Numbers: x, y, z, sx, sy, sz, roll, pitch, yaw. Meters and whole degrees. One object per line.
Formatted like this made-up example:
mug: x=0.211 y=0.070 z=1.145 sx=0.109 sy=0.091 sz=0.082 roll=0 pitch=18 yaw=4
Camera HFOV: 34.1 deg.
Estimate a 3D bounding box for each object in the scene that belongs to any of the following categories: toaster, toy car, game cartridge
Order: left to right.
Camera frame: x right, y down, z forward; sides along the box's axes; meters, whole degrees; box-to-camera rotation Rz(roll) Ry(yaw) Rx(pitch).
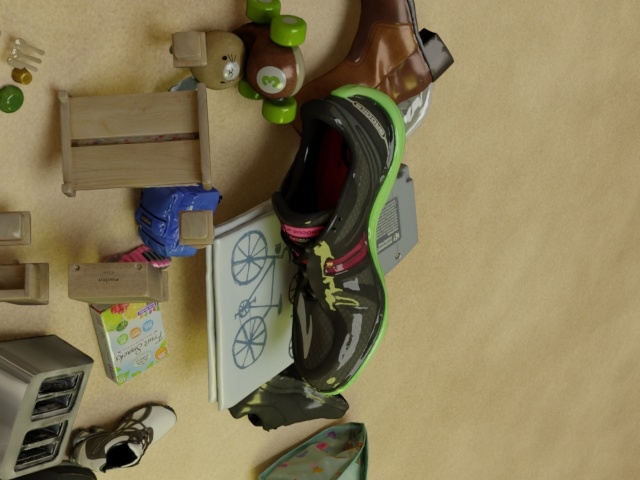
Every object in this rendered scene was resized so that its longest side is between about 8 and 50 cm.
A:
toaster: x=-0.415 y=0.224 z=1.439 sx=0.185 sy=0.110 sz=0.168 roll=1 pitch=109 yaw=-66
toy car: x=-0.131 y=-0.254 z=1.505 sx=0.188 sy=0.149 sz=0.155 roll=-14 pitch=131 yaw=-29
game cartridge: x=0.059 y=0.005 z=1.897 sx=0.297 sy=0.062 sz=0.198 roll=-32 pitch=135 yaw=-31

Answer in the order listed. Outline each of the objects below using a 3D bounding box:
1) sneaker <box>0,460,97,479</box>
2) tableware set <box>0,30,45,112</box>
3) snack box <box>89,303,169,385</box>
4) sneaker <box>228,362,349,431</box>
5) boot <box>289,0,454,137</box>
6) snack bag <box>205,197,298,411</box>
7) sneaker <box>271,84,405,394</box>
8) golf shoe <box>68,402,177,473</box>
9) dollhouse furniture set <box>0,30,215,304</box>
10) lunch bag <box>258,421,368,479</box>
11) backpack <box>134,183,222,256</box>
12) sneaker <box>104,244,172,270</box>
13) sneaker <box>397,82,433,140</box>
sneaker: x=-0.411 y=0.399 z=1.563 sx=0.222 sy=0.118 sz=0.083 roll=3 pitch=108 yaw=-47
tableware set: x=-0.424 y=-0.217 z=1.298 sx=0.154 sy=0.024 sz=0.104 roll=15 pitch=102 yaw=-50
snack box: x=-0.293 y=0.140 z=1.611 sx=0.100 sy=0.037 sz=0.141 roll=-29 pitch=129 yaw=-32
sneaker: x=-0.065 y=0.288 z=1.896 sx=0.286 sy=0.109 sz=0.130 roll=26 pitch=100 yaw=-43
boot: x=0.038 y=-0.298 z=1.692 sx=0.280 sy=0.096 sz=0.264 roll=-39 pitch=117 yaw=0
snack bag: x=-0.064 y=0.072 z=1.720 sx=0.342 sy=0.037 sz=0.323 roll=-30 pitch=129 yaw=-44
sneaker: x=0.000 y=0.000 z=1.610 sx=0.202 sy=0.185 sz=0.483 roll=-3 pitch=100 yaw=-47
golf shoe: x=-0.298 y=0.325 z=1.662 sx=0.198 sy=0.094 sz=0.077 roll=-18 pitch=122 yaw=-41
dollhouse furniture set: x=-0.298 y=-0.092 z=1.443 sx=0.174 sy=0.303 sz=0.355 roll=102 pitch=-14 yaw=-83
lunch bag: x=0.014 y=0.502 z=2.037 sx=0.262 sy=0.160 sz=0.223 roll=-31 pitch=128 yaw=-47
backpack: x=-0.223 y=-0.037 z=1.547 sx=0.101 sy=0.098 sz=0.120 roll=-3 pitch=122 yaw=-47
sneaker: x=-0.281 y=0.045 z=1.578 sx=0.119 sy=0.047 sz=0.057 roll=-13 pitch=141 yaw=-41
sneaker: x=0.100 y=-0.209 z=1.784 sx=0.115 sy=0.105 sz=0.281 roll=19 pitch=96 yaw=-49
